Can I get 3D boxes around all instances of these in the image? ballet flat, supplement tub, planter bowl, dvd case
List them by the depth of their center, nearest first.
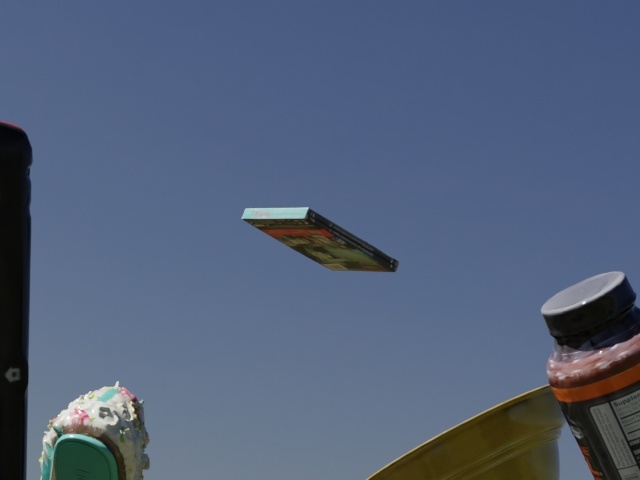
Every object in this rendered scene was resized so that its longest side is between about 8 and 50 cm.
[{"bbox_3d":[-0.153,0.199,1.245,0.091,0.077,0.241,19,-57,6],"label":"ballet flat"},{"bbox_3d":[0.238,0.125,1.369,0.106,0.198,0.106,-25,7,3],"label":"supplement tub"},{"bbox_3d":[0.139,0.213,1.569,0.217,0.090,0.217,-27,-13,-7],"label":"planter bowl"},{"bbox_3d":[0.000,0.000,1.603,0.119,0.013,0.087,31,-20,-37],"label":"dvd case"}]

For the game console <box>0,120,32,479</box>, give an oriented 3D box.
[{"bbox_3d":[-0.370,0.100,1.307,0.342,0.387,0.060,1,1,-28],"label":"game console"}]
